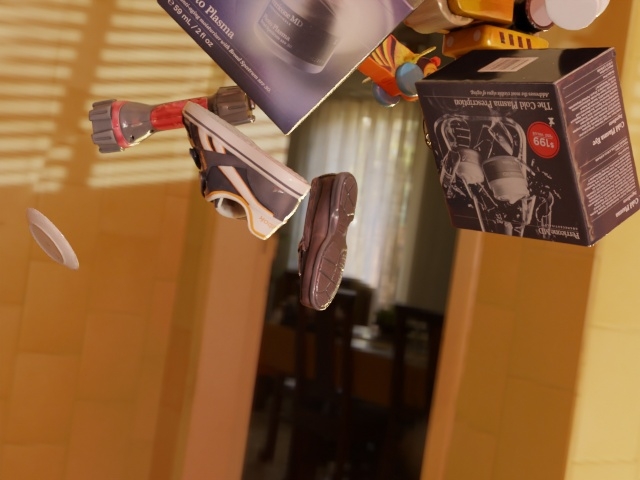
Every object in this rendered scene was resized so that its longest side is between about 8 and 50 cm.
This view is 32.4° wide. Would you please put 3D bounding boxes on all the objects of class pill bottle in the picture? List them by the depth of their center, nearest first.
[{"bbox_3d":[0.497,-0.488,2.082,0.119,0.119,0.208,9,38,23],"label":"pill bottle"}]

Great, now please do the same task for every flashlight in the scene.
[{"bbox_3d":[-0.280,-0.236,2.087,0.304,0.103,0.103,-8,-31,8],"label":"flashlight"}]

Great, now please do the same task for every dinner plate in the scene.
[{"bbox_3d":[-0.486,0.001,1.975,0.141,0.017,0.141,37,-26,22],"label":"dinner plate"}]

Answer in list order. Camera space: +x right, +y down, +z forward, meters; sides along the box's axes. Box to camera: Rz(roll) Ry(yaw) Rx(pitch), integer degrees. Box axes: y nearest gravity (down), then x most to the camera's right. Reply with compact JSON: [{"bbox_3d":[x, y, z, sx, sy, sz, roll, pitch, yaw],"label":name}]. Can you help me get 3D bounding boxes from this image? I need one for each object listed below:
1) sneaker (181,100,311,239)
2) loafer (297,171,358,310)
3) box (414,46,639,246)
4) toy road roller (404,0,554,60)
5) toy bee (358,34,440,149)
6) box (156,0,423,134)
[{"bbox_3d":[-0.155,-0.119,1.820,0.126,0.127,0.321,26,11,-46],"label":"sneaker"},{"bbox_3d":[0.000,0.000,2.268,0.095,0.303,0.109,3,-23,30],"label":"loafer"},{"bbox_3d":[0.384,-0.179,2.038,0.179,0.313,0.343,-32,25,-31],"label":"box"},{"bbox_3d":[0.340,-0.428,2.367,0.329,0.241,0.202,6,-3,-30],"label":"toy road roller"},{"bbox_3d":[0.175,-0.345,2.297,0.195,0.162,0.298,3,-40,34],"label":"toy bee"},{"bbox_3d":[-0.038,-0.382,1.708,0.296,0.294,0.183,45,26,-5],"label":"box"}]
